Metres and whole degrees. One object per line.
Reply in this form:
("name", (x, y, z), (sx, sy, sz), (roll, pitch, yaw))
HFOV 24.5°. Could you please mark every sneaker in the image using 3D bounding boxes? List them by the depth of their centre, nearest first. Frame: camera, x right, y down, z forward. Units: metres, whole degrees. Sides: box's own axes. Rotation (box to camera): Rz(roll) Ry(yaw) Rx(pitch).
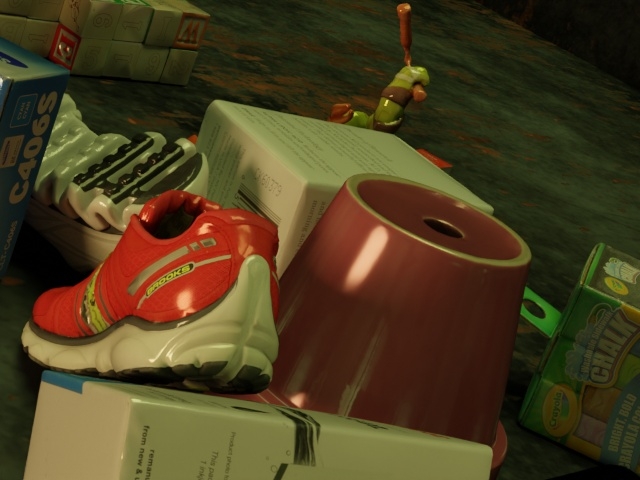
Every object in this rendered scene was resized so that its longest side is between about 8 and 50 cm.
("sneaker", (-0.094, 0.030, 0.888), (0.107, 0.118, 0.279), (15, -11, -29))
("sneaker", (-0.193, -0.038, 1.104), (0.110, 0.118, 0.292), (-36, 44, -30))

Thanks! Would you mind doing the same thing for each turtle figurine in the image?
("turtle figurine", (0.060, -0.051, 1.272), (0.087, 0.269, 0.217), (-13, 55, -30))

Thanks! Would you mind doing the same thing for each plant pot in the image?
("plant pot", (0.044, 0.063, 0.961), (0.201, 0.180, 0.201), (19, 18, -6))

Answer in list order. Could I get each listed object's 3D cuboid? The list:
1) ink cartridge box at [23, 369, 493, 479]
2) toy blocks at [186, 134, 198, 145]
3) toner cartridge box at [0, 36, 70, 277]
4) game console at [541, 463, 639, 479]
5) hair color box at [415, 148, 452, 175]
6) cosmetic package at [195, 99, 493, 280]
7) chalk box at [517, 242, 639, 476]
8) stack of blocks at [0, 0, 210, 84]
("ink cartridge box", (-0.036, 0.127, 0.767), (0.203, 0.086, 0.148), (11, -5, -27))
("toy blocks", (-0.076, -0.070, 1.390), (0.123, 0.054, 0.148), (14, 20, -24))
("toner cartridge box", (-0.356, -0.113, 1.032), (0.348, 0.165, 0.075), (27, 20, 16))
("game console", (0.256, 0.256, 0.879), (0.361, 0.044, 0.213), (36, 23, 34))
("hair color box", (0.070, -0.049, 1.465), (0.043, 0.072, 0.141), (32, 21, 25))
("cosmetic package", (0.000, 0.000, 1.131), (0.184, 0.151, 0.151), (8, 22, -37))
("chalk box", (0.240, 0.096, 1.168), (0.213, 0.132, 0.132), (24, 20, 11))
("stack of blocks", (-0.289, -0.252, 1.602), (0.297, 0.087, 0.171), (0, 28, -48))
